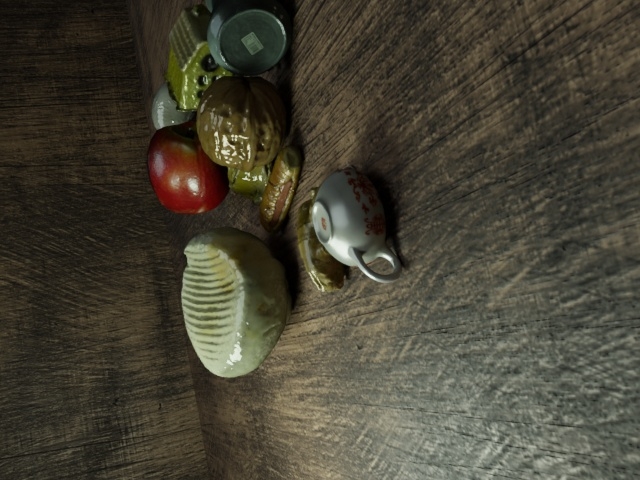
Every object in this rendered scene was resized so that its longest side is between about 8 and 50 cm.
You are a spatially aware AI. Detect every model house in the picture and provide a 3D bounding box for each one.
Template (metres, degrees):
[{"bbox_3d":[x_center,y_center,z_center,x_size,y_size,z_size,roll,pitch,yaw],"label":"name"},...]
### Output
[{"bbox_3d":[-0.324,-0.488,1.755,0.234,0.174,0.193,98,154,-45],"label":"model house"}]

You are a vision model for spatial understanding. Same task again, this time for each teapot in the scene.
[{"bbox_3d":[-0.153,-0.450,1.374,0.203,0.171,0.225,59,-172,-45],"label":"teapot"},{"bbox_3d":[0.053,-0.027,1.074,0.245,0.116,0.159,63,142,27],"label":"teapot"}]

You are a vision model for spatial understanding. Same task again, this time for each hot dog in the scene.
[{"bbox_3d":[-0.094,-0.109,1.473,0.286,0.061,0.088,113,154,-52],"label":"hot dog"}]

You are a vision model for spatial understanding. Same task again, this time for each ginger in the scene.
[{"bbox_3d":[-0.008,-0.007,1.254,0.115,0.081,0.206,1,92,37],"label":"ginger"}]

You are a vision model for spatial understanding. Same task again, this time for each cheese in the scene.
[{"bbox_3d":[-0.483,-0.436,2.201,0.198,0.154,0.189,-88,12,-68],"label":"cheese"}]

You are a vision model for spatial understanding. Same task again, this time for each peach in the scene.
[{"bbox_3d":[-0.367,-0.192,1.900,0.245,0.248,0.275,34,137,34],"label":"peach"}]

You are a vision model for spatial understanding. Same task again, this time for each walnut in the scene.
[{"bbox_3d":[-0.168,-0.249,1.413,0.213,0.213,0.213,171,90,-69],"label":"walnut"}]

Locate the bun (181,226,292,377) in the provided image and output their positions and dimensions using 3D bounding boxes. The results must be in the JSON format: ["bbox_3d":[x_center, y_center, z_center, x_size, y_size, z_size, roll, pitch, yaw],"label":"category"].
[{"bbox_3d":[-0.191,0.146,1.608,0.365,0.219,0.365,7,99,53],"label":"bun"}]

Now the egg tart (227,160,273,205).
[{"bbox_3d":[-0.177,-0.190,1.615,0.252,0.098,0.232,-125,37,-57],"label":"egg tart"}]
